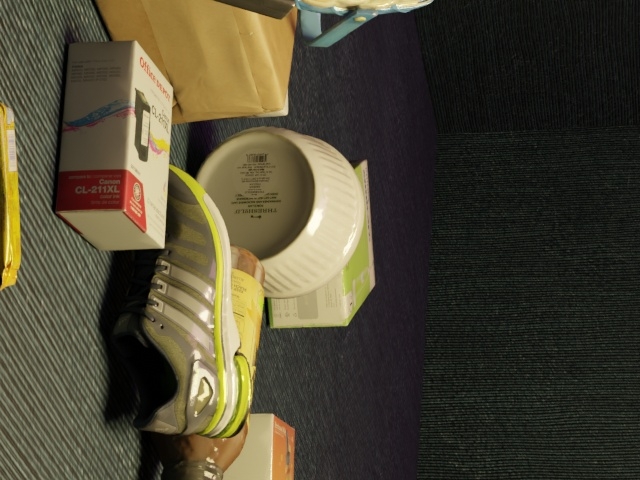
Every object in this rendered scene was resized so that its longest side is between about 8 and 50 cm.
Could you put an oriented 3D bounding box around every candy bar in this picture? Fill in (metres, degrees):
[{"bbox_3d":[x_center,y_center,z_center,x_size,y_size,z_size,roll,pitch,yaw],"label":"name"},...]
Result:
[{"bbox_3d":[-0.266,-0.040,1.346,0.040,0.018,0.162,-22,109,-82],"label":"candy bar"}]

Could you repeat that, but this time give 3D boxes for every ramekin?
[{"bbox_3d":[-0.061,-0.039,1.924,0.109,0.207,0.207,30,58,-64],"label":"ramekin"}]

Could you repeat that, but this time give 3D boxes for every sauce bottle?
[{"bbox_3d":[-0.130,0.171,1.762,0.111,0.111,0.344,70,22,-56],"label":"sauce bottle"}]

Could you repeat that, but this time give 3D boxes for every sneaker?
[{"bbox_3d":[-0.158,0.060,1.634,0.121,0.111,0.300,-4,75,-46],"label":"sneaker"}]

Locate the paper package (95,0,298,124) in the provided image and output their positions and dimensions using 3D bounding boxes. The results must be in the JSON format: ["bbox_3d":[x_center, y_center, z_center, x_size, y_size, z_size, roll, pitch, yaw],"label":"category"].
[{"bbox_3d":[-0.127,-0.336,1.716,0.309,0.168,0.325,73,18,-54],"label":"paper package"}]

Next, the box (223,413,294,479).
[{"bbox_3d":[-0.089,0.307,1.975,0.130,0.091,0.171,51,39,-71],"label":"box"}]

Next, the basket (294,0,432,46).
[{"bbox_3d":[0.036,-0.342,1.672,0.289,0.201,0.255,180,-91,-67],"label":"basket"}]

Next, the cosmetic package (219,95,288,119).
[{"bbox_3d":[-0.103,-0.267,1.953,0.085,0.117,0.231,23,64,-79],"label":"cosmetic package"}]

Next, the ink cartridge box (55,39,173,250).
[{"bbox_3d":[-0.198,-0.091,1.554,0.127,0.072,0.175,54,36,-69],"label":"ink cartridge box"}]

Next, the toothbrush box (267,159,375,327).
[{"bbox_3d":[0.000,0.000,2.397,0.283,0.122,0.206,-44,131,-74],"label":"toothbrush box"}]

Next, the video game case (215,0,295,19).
[{"bbox_3d":[-0.144,-0.351,1.469,0.035,0.274,0.248,-34,-132,56],"label":"video game case"}]
